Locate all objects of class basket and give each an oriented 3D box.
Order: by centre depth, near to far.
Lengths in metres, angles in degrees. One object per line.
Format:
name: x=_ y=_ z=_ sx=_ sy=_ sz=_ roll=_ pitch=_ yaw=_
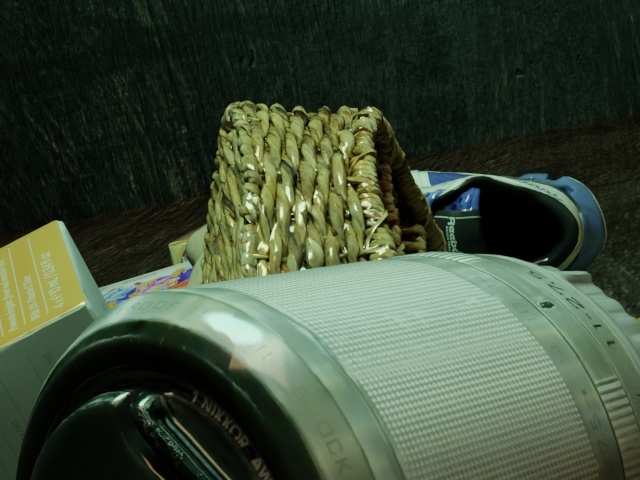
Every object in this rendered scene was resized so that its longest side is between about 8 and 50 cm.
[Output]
basket: x=0.036 y=0.040 z=1.016 sx=0.223 sy=0.213 sz=0.299 roll=5 pitch=38 yaw=-9

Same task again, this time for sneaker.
sneaker: x=0.091 y=-0.012 z=1.284 sx=0.315 sy=0.127 sz=0.182 roll=-3 pitch=0 yaw=11

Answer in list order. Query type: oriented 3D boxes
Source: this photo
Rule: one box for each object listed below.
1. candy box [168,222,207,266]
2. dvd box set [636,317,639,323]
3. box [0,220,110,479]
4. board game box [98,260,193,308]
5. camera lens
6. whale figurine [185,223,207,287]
candy box: x=0.000 y=0.000 z=1.752 sx=0.316 sy=0.087 sz=0.183 roll=-6 pitch=13 yaw=30
dvd box set: x=0.501 y=0.055 z=1.225 sx=0.420 sy=0.062 sz=0.307 roll=-17 pitch=11 yaw=-26
box: x=-0.291 y=0.158 z=1.031 sx=0.345 sy=0.168 sz=0.215 roll=-28 pitch=21 yaw=-7
board game box: x=-0.171 y=0.104 z=1.506 sx=0.347 sy=0.078 sz=0.233 roll=-17 pitch=18 yaw=20
camera lens: x=0.018 y=0.120 z=0.664 sx=0.219 sy=0.219 sz=0.274 roll=-3 pitch=3 yaw=43
whale figurine: x=-0.050 y=0.087 z=1.264 sx=0.141 sy=0.272 sz=0.216 roll=26 pitch=-54 yaw=-35
